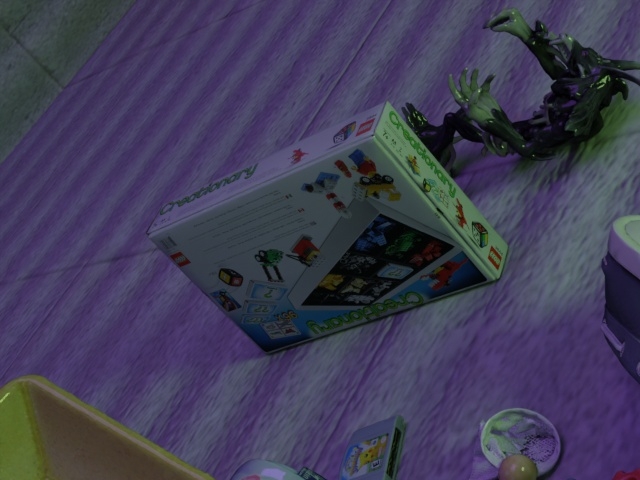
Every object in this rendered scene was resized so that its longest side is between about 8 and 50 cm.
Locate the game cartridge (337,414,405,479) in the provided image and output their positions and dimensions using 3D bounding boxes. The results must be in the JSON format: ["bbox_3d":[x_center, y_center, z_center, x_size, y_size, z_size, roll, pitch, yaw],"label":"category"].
[{"bbox_3d":[0.041,0.187,1.065,0.056,0.017,0.083,-30,27,33],"label":"game cartridge"}]

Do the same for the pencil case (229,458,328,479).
[{"bbox_3d":[-0.076,0.298,0.941,0.273,0.124,0.113,-54,-3,-26],"label":"pencil case"}]

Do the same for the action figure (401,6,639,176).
[{"bbox_3d":[0.186,-0.140,1.237,0.276,0.141,0.164,-24,18,37],"label":"action figure"}]

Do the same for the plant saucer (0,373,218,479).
[{"bbox_3d":[-0.190,0.286,0.839,0.333,0.081,0.333,24,57,30],"label":"plant saucer"}]

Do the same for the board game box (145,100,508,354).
[{"bbox_3d":[0.000,0.000,1.216,0.305,0.193,0.053,-21,32,38],"label":"board game box"}]

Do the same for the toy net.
[{"bbox_3d":[0.158,0.169,0.885,0.122,0.045,0.232,-39,24,8],"label":"toy net"}]

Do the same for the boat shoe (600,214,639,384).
[{"bbox_3d":[0.271,0.094,0.819,0.319,0.116,0.099,-116,32,-58],"label":"boat shoe"}]
